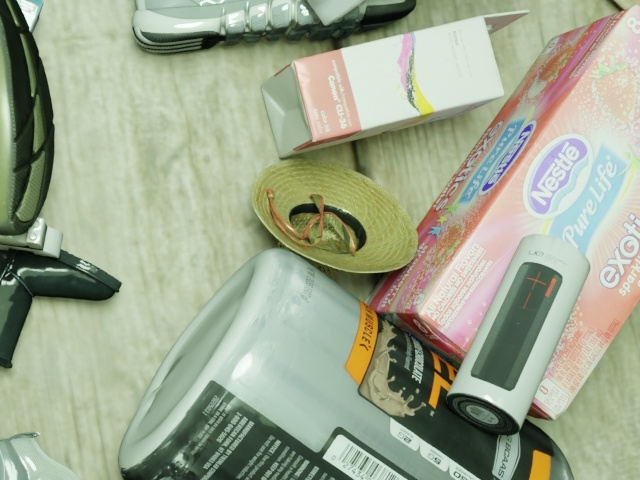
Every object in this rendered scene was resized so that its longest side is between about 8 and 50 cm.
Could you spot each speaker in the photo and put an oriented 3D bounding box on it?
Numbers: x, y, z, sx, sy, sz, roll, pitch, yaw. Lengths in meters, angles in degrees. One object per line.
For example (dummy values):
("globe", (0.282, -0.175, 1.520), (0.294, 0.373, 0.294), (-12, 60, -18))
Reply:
("speaker", (0.138, 0.063, 0.906), (0.055, 0.055, 0.136), (35, 66, -12))

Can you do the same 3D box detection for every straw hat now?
("straw hat", (0.000, 0.000, 1.036), (0.145, 0.144, 0.061), (17, 125, -14))

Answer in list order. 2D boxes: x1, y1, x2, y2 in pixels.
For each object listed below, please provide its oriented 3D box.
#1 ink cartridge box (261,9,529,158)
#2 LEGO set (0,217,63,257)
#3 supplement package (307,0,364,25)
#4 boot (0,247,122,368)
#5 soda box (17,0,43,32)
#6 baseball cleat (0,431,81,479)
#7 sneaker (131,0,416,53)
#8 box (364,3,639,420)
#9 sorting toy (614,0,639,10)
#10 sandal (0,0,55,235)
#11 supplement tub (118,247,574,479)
("ink cartridge box", (0.065, -0.123, 1.032), (0.198, 0.115, 0.067), (-15, 91, -15))
("LEGO set", (-0.303, 0.008, 0.912), (0.227, 0.093, 0.087), (9, 78, -4))
("supplement package", (0.077, -0.329, 0.956), (0.263, 0.199, 0.198), (-42, 100, -37))
("boot", (-0.223, 0.048, 0.984), (0.121, 0.045, 0.099), (25, 80, -6))
("soda box", (-0.301, -0.186, 0.964), (0.183, 0.058, 0.063), (25, 82, -14))
("baseball cleat", (-0.208, 0.245, 0.969), (0.109, 0.072, 0.205), (-14, 96, -22))
("sneaker", (-0.039, -0.224, 1.025), (0.229, 0.086, 0.132), (-7, 88, -14))
("box", (0.188, -0.020, 1.043), (0.142, 0.154, 0.300), (38, 80, -11))
("sorting toy", (0.308, -0.281, 1.149), (0.208, 0.038, 0.193), (39, 79, -6))
("sandal", (-0.253, -0.145, 0.898), (0.086, 0.120, 0.302), (-18, 86, 2))
("supplement tub", (0.040, 0.177, 0.968), (0.338, 0.207, 0.207), (36, 80, -12))
